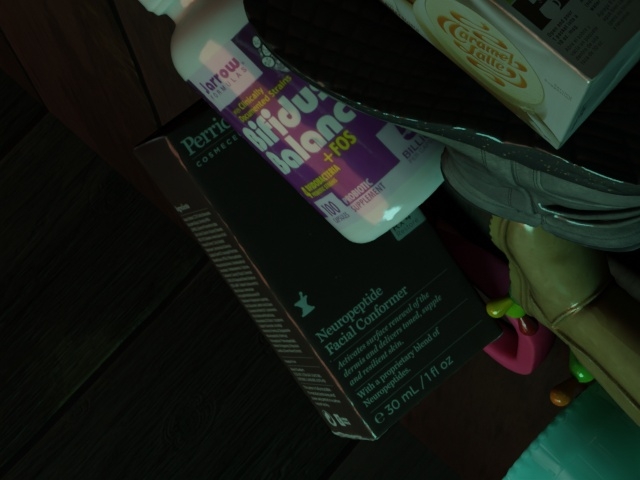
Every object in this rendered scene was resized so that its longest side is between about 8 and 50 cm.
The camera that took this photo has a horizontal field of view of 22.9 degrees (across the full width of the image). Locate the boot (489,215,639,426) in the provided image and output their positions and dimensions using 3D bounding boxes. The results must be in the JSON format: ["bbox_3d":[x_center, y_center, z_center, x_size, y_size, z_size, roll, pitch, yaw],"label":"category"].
[{"bbox_3d":[0.264,0.077,1.294,0.269,0.089,0.236,49,173,30],"label":"boot"}]

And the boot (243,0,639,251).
[{"bbox_3d":[0.099,-0.088,1.145,0.338,0.118,0.223,28,168,8],"label":"boot"}]

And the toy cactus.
[{"bbox_3d":[0.221,0.060,1.532,0.180,0.112,0.219,58,173,-22],"label":"toy cactus"}]

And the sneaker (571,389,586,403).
[{"bbox_3d":[0.351,0.223,1.810,0.071,0.068,0.170,31,-175,-27],"label":"sneaker"}]

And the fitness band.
[{"bbox_3d":[0.175,0.062,1.802,0.209,0.054,0.291,40,170,16],"label":"fitness band"}]

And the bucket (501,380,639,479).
[{"bbox_3d":[0.306,0.277,1.613,0.183,0.281,0.281,43,170,24],"label":"bucket"}]

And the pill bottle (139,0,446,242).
[{"bbox_3d":[-0.017,-0.155,1.321,0.301,0.169,0.169,44,170,-8],"label":"pill bottle"}]

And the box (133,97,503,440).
[{"bbox_3d":[0.000,0.000,1.641,0.381,0.191,0.143,54,162,-8],"label":"box"}]

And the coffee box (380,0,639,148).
[{"bbox_3d":[0.092,-0.186,0.976,0.246,0.098,0.141,41,170,8],"label":"coffee box"}]
